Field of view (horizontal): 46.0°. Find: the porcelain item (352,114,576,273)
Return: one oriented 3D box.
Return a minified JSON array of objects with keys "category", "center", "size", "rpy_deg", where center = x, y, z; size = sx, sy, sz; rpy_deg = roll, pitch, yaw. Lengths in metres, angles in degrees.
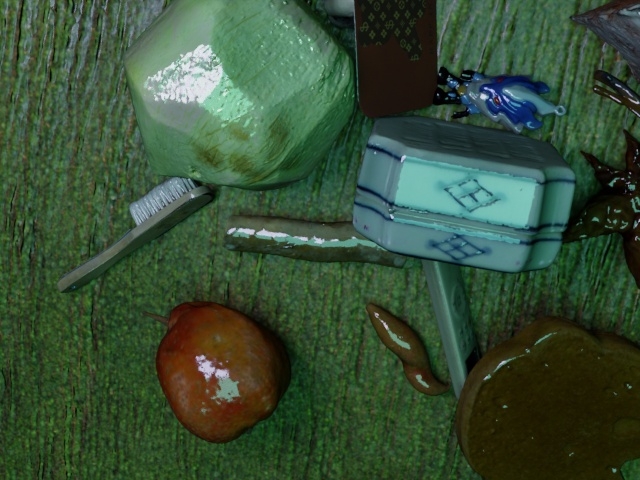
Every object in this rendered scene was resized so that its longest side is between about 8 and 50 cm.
[{"category":"porcelain item","center":[0.193,-0.069,1.056],"size":[0.281,0.286,0.157],"rpy_deg":[11,109,2]}]

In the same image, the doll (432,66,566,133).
[{"category":"doll","center":[0.268,-0.211,1.123],"size":[0.195,0.070,0.096],"rpy_deg":[13,76,7]}]

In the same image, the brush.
[{"category":"brush","center":[-0.321,-0.014,1.256],"size":[0.327,0.070,0.065],"rpy_deg":[-33,81,16]}]

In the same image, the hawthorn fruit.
[{"category":"hawthorn fruit","center":[-0.178,0.193,1.221],"size":[0.210,0.210,0.262],"rpy_deg":[-42,90,16]}]

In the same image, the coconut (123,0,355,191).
[{"category":"coconut","center":[-0.124,-0.205,1.067],"size":[0.328,0.281,0.329],"rpy_deg":[-13,132,-15]}]

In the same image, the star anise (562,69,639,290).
[{"category":"star anise","center":[0.444,-0.083,1.094],"size":[0.237,0.148,0.347],"rpy_deg":[-14,113,9]}]

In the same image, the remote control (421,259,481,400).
[{"category":"remote control","center":[0.211,0.117,1.210],"size":[0.038,0.090,0.310],"rpy_deg":[-7,105,31]}]

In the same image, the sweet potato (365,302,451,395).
[{"category":"sweet potato","center":[0.144,0.182,1.252],"size":[0.055,0.058,0.202],"rpy_deg":[-36,98,-6]}]

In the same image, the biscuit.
[{"category":"biscuit","center":[0.405,0.284,1.209],"size":[0.380,0.074,0.359],"rpy_deg":[2,117,-10]}]

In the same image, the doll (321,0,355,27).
[{"category":"doll","center":[0.035,-0.405,1.083],"size":[0.149,0.095,0.192],"rpy_deg":[-17,105,14]}]

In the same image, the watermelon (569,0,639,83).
[{"category":"watermelon","center":[0.480,-0.298,1.010],"size":[0.193,0.310,0.231],"rpy_deg":[43,144,-5]}]

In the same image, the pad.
[{"category":"pad","center":[0.110,-0.316,1.073],"size":[0.004,0.181,0.267],"rpy_deg":[12,112,45]}]

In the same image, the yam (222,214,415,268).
[{"category":"yam","center":[0.000,0.000,1.213],"size":[0.317,0.067,0.071],"rpy_deg":[6,148,6]}]
